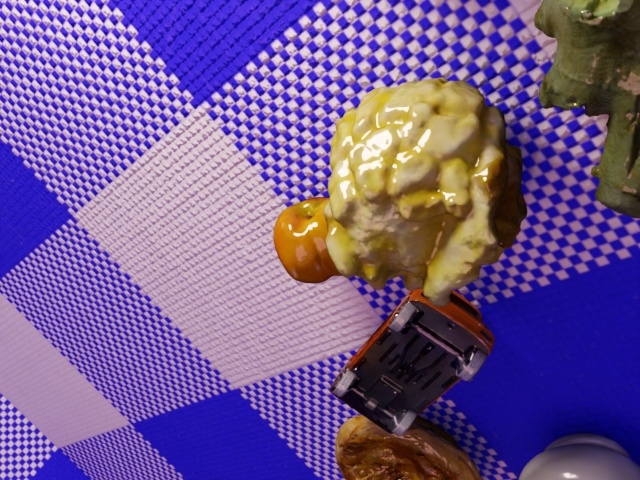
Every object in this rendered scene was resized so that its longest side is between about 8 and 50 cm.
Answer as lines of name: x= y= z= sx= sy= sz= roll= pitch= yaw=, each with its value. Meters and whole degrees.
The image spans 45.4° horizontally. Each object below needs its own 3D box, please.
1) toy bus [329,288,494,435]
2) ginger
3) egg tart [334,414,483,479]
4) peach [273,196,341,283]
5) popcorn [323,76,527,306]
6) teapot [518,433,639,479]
toy bus: x=0.145 y=0.170 z=1.183 sx=0.143 sy=0.153 sz=0.329 roll=34 pitch=139 yaw=2
ginger: x=0.321 y=-0.150 z=0.835 sx=0.137 sy=0.089 sz=0.290 roll=-27 pitch=114 yaw=26
egg tart: x=0.169 y=0.407 z=1.404 sx=0.290 sy=0.115 sz=0.290 roll=17 pitch=132 yaw=19
peach: x=0.000 y=0.000 z=1.149 sx=0.138 sy=0.138 sz=0.138 roll=19 pitch=135 yaw=20
popcorn: x=0.128 y=-0.055 z=0.929 sx=0.237 sy=0.293 sz=0.293 roll=-3 pitch=126 yaw=14
teapot: x=0.387 y=0.409 z=1.228 sx=0.220 sy=0.149 sz=0.318 roll=43 pitch=137 yaw=-19
